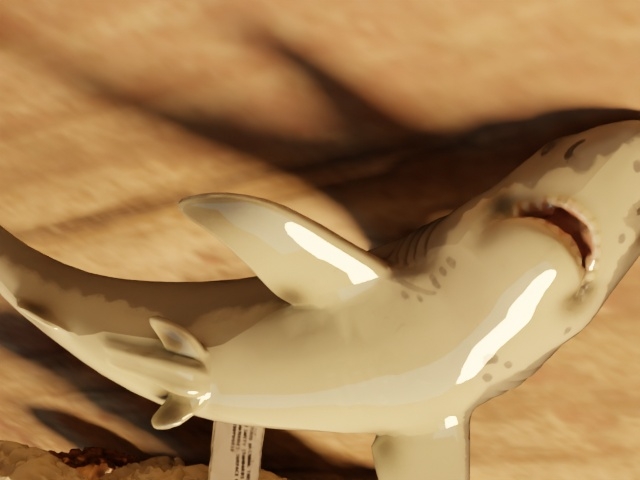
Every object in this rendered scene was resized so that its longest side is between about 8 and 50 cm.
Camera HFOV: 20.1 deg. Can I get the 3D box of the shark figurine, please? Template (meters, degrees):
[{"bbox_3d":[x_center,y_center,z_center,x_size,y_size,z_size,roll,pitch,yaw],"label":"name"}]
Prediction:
[{"bbox_3d":[-0.022,0.012,0.616,0.278,0.116,0.166,9,116,19],"label":"shark figurine"}]

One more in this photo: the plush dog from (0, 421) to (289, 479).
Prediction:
[{"bbox_3d":[-0.059,0.185,0.923,0.262,0.211,0.225,58,166,0],"label":"plush dog"}]
